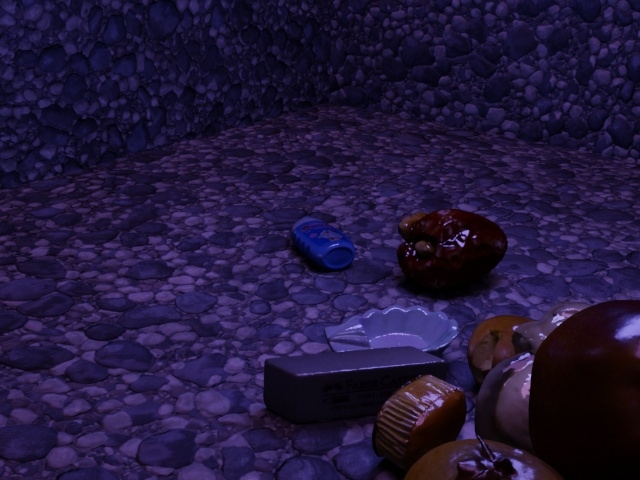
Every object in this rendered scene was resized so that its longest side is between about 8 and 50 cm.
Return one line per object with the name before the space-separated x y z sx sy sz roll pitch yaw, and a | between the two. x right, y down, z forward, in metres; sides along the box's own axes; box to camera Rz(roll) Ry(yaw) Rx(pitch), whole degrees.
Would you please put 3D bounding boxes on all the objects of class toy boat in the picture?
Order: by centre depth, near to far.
toy boat | 0.155 0.222 1.700 0.290 0.100 0.199 -3 22 -13

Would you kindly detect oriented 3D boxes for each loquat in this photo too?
loquat | 0.220 0.398 1.071 0.274 0.275 0.275 2 22 -1

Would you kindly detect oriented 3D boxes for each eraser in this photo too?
eraser | 0.067 0.280 1.537 0.352 0.111 0.077 -3 25 -13

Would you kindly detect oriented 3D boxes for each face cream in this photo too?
face cream | 0.000 0.000 2.248 0.149 0.083 0.264 -5 23 -24

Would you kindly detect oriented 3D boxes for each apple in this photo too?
apple | 0.442 0.222 1.101 0.288 0.288 0.317 -5 -14 -16
apple | 0.390 0.236 1.603 0.199 0.199 0.199 2 22 -1

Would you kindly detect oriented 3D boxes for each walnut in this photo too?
walnut | 0.339 0.013 2.088 0.269 0.222 0.244 5 25 -35

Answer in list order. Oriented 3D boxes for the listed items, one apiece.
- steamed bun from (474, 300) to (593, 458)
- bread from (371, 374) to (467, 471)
steamed bun | 0.451 0.285 1.372 0.324 0.230 0.372 35 65 9
bread | 0.184 0.327 1.404 0.190 0.132 0.114 -23 32 -39
